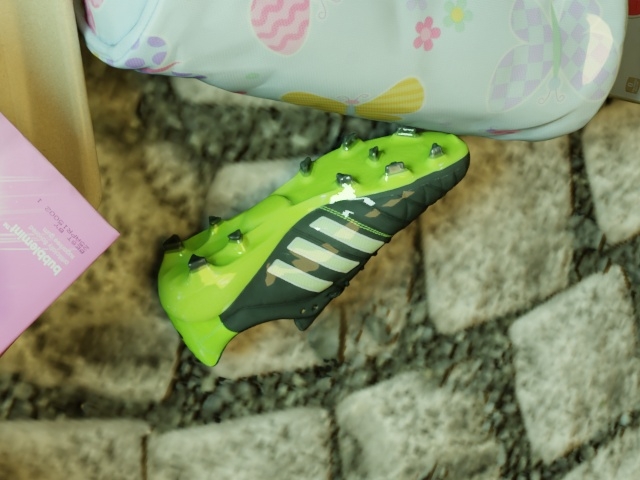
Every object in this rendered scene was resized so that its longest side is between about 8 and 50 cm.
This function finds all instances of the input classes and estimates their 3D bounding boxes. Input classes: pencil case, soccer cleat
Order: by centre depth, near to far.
[{"bbox_3d":[0.019,-0.122,0.775,0.273,0.113,0.124,6,86,-32],"label":"pencil case"},{"bbox_3d":[0.000,0.000,0.835,0.179,0.060,0.072,-28,126,-15],"label":"soccer cleat"}]

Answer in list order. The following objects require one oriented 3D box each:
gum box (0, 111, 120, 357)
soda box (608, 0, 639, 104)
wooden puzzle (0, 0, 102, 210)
[{"bbox_3d":[-0.180,-0.026,0.664,0.107,0.062,0.188,-46,119,-7],"label":"gum box"},{"bbox_3d":[0.207,-0.178,0.893,0.069,0.074,0.216,6,100,-32],"label":"soda box"},{"bbox_3d":[-0.224,-0.085,0.688,0.238,0.044,0.221,-15,111,-22],"label":"wooden puzzle"}]
